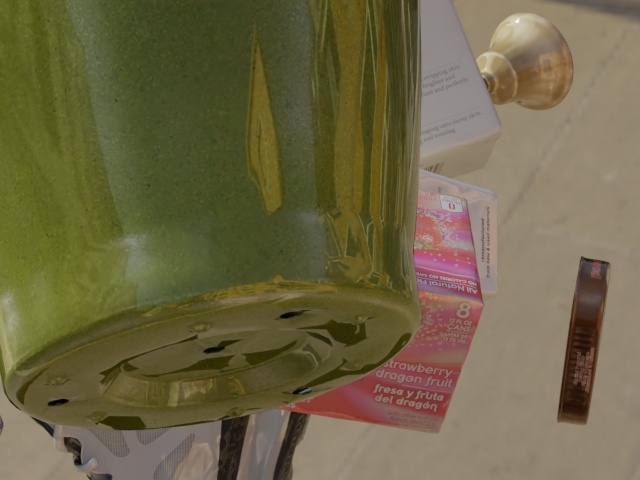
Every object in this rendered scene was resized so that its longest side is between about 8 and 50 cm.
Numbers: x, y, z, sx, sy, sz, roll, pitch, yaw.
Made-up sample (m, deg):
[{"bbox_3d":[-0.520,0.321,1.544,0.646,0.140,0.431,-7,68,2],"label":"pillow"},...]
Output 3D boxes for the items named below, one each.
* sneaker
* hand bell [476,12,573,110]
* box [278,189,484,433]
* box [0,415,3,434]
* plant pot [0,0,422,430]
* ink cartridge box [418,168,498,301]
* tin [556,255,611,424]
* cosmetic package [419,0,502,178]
[{"bbox_3d":[-0.164,0.223,1.668,0.257,0.447,0.169,19,21,5],"label":"sneaker"},{"bbox_3d":[0.181,-0.181,2.160,0.126,0.126,0.242,29,38,33],"label":"hand bell"},{"bbox_3d":[-0.034,0.037,1.452,0.300,0.142,0.154,10,34,-8],"label":"box"},{"bbox_3d":[-0.465,0.127,1.665,0.279,0.177,0.290,16,24,-24],"label":"box"},{"bbox_3d":[-0.091,-0.085,1.065,0.366,0.366,0.353,-7,71,-12],"label":"plant pot"},{"bbox_3d":[0.000,0.000,1.688,0.273,0.198,0.114,16,64,-30],"label":"ink cartridge box"},{"bbox_3d":[0.276,0.106,1.894,0.040,0.189,0.106,6,30,6],"label":"tin"},{"bbox_3d":[0.022,-0.238,1.922,0.217,0.156,0.385,-18,79,-7],"label":"cosmetic package"}]
